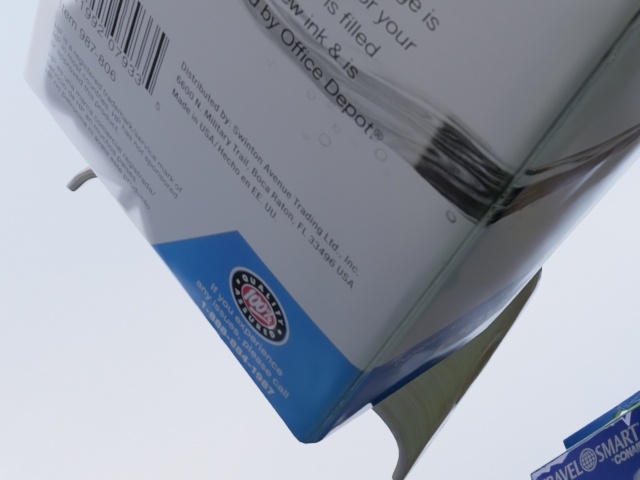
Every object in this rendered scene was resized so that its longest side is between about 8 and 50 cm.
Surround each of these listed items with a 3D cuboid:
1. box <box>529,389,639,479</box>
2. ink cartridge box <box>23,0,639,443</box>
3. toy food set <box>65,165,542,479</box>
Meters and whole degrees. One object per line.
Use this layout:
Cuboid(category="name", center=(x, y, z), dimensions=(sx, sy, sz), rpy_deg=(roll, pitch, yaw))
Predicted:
Cuboid(category="box", center=(0.181, 0.170, 0.617), dimensions=(0.042, 0.178, 0.109), rpy_deg=(7, -36, -32))
Cuboid(category="ink cartridge box", center=(0.028, -0.131, 0.523), dimensions=(0.166, 0.285, 0.395), rpy_deg=(-27, -20, -36))
Cuboid(category="toy food set", center=(0.000, 0.000, 0.818), dimensions=(0.220, 0.306, 0.092), rpy_deg=(-45, -5, -41))
